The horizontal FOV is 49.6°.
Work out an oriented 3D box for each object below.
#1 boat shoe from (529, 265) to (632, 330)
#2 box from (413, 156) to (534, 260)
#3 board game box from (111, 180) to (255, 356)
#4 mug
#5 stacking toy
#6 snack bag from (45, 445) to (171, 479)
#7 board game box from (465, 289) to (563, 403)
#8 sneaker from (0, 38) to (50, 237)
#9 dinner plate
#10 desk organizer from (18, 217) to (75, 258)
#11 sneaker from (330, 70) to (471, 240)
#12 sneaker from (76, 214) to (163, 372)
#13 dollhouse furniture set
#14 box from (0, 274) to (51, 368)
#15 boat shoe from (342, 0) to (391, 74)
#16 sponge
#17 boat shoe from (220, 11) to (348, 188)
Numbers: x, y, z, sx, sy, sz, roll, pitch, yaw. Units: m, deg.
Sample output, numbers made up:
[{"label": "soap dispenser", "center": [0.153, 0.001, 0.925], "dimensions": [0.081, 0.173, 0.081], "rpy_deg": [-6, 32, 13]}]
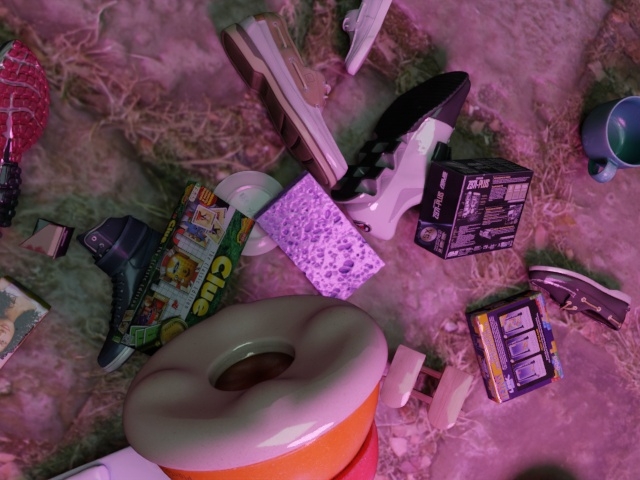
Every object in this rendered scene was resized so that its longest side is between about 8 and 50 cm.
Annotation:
[{"label": "boat shoe", "center": [0.479, 0.106, 1.283], "dimensions": [0.227, 0.081, 0.069], "rpy_deg": [20, 81, -18]}, {"label": "box", "center": [0.257, -0.057, 1.165], "dimensions": [0.180, 0.077, 0.147], "rpy_deg": [-9, 118, -37]}, {"label": "board game box", "center": [-0.201, 0.055, 1.051], "dimensions": [0.136, 0.030, 0.260], "rpy_deg": [36, 72, -45]}, {"label": "mug", "center": [0.543, -0.192, 1.289], "dimensions": [0.157, 0.097, 0.130], "rpy_deg": [-25, 98, -14]}, {"label": "stacking toy", "center": [-0.038, 0.347, 0.968], "dimensions": [0.350, 0.350, 0.480], "rpy_deg": [-21, 112, -15]}, {"label": "snack bag", "center": [-0.269, 0.467, 1.003], "dimensions": [0.342, 0.037, 0.323], "rpy_deg": [-23, 79, -2]}, {"label": "board game box", "center": [0.355, 0.193, 1.267], "dimensions": [0.141, 0.048, 0.170], "rpy_deg": [-17, 96, -13]}, {"label": "sneaker", "center": [-0.485, -0.151, 0.989], "dimensions": [0.112, 0.121, 0.299], "rpy_deg": [12, 78, 14]}, {"label": "dinner plate", "center": [-0.115, -0.045, 1.144], "dimensions": [0.141, 0.017, 0.141], "rpy_deg": [0, 89, -16]}, {"label": "desk organizer", "center": [-0.395, -0.005, 1.005], "dimensions": [0.050, 0.130, 0.047], "rpy_deg": [19, 86, -14]}, {"label": "sneaker", "center": [0.160, -0.144, 1.182], "dimensions": [0.330, 0.122, 0.146], "rpy_deg": [-51, 123, -14]}, {"label": "sneaker", "center": [-0.315, 0.069, 1.043], "dimensions": [0.163, 0.086, 0.226], "rpy_deg": [35, 72, -25]}, {"label": "dollhouse furniture set", "center": [0.107, 0.250, 1.118], "dimensions": [0.242, 0.212, 0.161], "rpy_deg": [22, 82, 11]}, {"label": "box", "center": [-0.505, 0.167, 1.013], "dimensions": [0.087, 0.058, 0.232], "rpy_deg": [39, 81, -13]}, {"label": "boat shoe", "center": [0.072, -0.370, 1.171], "dimensions": [0.063, 0.066, 0.184], "rpy_deg": [23, 87, -1]}, {"label": "sponge", "center": [0.000, 0.000, 1.148], "dimensions": [0.117, 0.031, 0.210], "rpy_deg": [-40, 109, 2]}, {"label": "boat shoe", "center": [-0.035, -0.231, 1.108], "dimensions": [0.103, 0.113, 0.302], "rpy_deg": [-34, 94, -16]}]
